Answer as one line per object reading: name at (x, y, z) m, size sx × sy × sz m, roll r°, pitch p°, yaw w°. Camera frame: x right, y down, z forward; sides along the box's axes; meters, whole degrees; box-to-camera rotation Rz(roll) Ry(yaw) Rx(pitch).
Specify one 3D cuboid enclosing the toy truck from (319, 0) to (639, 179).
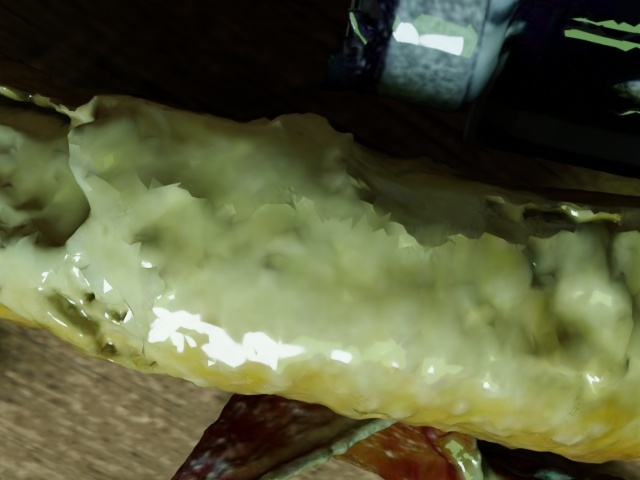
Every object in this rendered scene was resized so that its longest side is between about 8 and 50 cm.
toy truck at (0.103, -0.155, 0.470) m, size 0.177 × 0.178 × 0.363 m, roll 11°, pitch 140°, yaw -2°

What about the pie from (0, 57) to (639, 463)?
pie at (0.000, 0.000, 0.613) m, size 0.340 × 0.083 × 0.339 m, roll 15°, pitch -177°, yaw -1°

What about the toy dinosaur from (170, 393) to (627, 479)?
toy dinosaur at (0.041, 0.130, 0.849) m, size 0.207 × 0.112 × 0.327 m, roll 16°, pitch 166°, yaw 5°
